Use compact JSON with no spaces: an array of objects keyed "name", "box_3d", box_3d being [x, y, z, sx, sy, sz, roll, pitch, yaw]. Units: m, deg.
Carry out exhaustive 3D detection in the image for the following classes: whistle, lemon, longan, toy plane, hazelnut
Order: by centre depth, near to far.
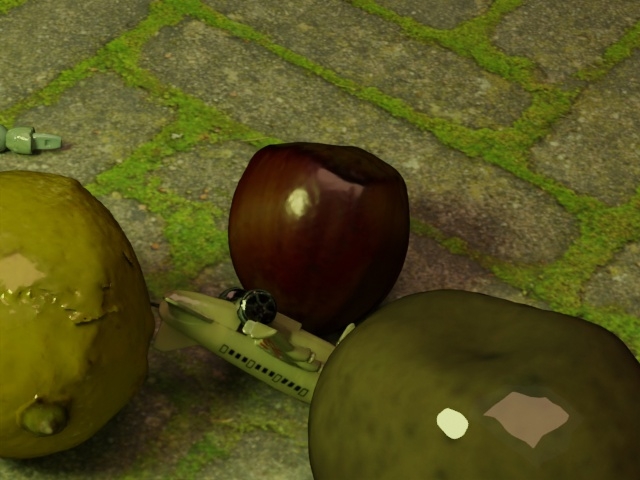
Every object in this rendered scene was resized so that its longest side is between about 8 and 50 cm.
[{"name":"longan","box_3d":[0.149,0.187,1.273,0.350,0.288,0.288,24,44,33]},{"name":"lemon","box_3d":[-0.282,0.063,1.359,0.261,0.260,0.284,7,45,0]},{"name":"toy plane","box_3d":[-0.054,0.098,1.429,0.244,0.229,0.092,19,81,-20]},{"name":"hazelnut","box_3d":[0.000,0.000,1.526,0.208,0.208,0.208,4,43,-3]},{"name":"whistle","box_3d":[-0.349,-0.117,1.697,0.100,0.035,0.035,4,43,-4]}]
